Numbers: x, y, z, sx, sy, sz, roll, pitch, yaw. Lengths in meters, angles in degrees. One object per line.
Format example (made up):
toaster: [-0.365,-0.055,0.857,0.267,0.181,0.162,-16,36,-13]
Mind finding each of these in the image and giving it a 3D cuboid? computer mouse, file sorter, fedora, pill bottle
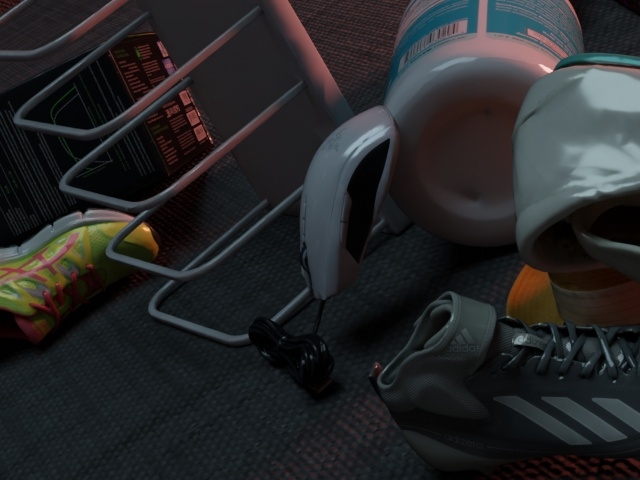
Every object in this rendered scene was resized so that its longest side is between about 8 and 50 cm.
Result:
computer mouse: [0.000,0.000,0.958,0.042,0.193,0.106,13,11,-22]
file sorter: [-0.104,-0.080,1.090,0.173,0.278,0.193,-42,27,-21]
fedora: [0.187,-0.015,0.876,0.194,0.079,0.194,-23,23,10]
pill bottle: [0.123,-0.116,1.069,0.146,0.146,0.264,-20,24,18]

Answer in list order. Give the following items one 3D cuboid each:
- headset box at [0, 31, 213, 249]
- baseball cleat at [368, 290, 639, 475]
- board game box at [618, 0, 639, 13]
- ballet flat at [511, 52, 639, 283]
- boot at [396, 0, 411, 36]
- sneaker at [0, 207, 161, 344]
headset box: [-0.269,-0.075,1.362,0.283,0.131,0.246,-24,7,9]
baseball cleat: [0.119,0.067,0.742,0.205,0.109,0.072,-20,35,28]
board game box: [0.357,-0.251,1.220,0.208,0.056,0.347,-24,23,-1]
ballet flat: [0.274,-0.010,0.698,0.400,0.139,0.139,6,38,30]
boot: [0.194,-0.258,1.321,0.115,0.112,0.305,13,62,40]
sneaker: [-0.231,0.045,1.237,0.208,0.081,0.094,-20,53,0]
